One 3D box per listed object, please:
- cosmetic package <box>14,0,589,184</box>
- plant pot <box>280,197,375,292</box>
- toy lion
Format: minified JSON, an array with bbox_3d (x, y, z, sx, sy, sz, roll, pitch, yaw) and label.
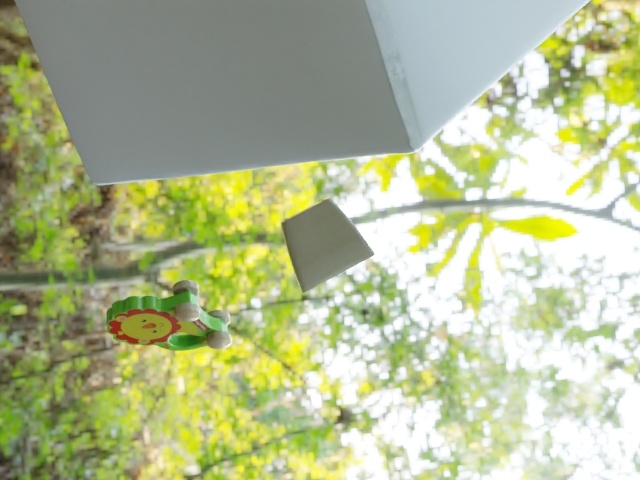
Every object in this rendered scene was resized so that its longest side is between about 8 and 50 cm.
[{"bbox_3d":[0.051,-0.206,0.708,0.230,0.453,0.162,-2,-64,38],"label":"cosmetic package"},{"bbox_3d":[0.000,0.000,1.537,0.096,0.109,0.109,62,-2,-4],"label":"plant pot"},{"bbox_3d":[-0.143,0.076,1.045,0.100,0.096,0.034,50,27,-52],"label":"toy lion"}]
